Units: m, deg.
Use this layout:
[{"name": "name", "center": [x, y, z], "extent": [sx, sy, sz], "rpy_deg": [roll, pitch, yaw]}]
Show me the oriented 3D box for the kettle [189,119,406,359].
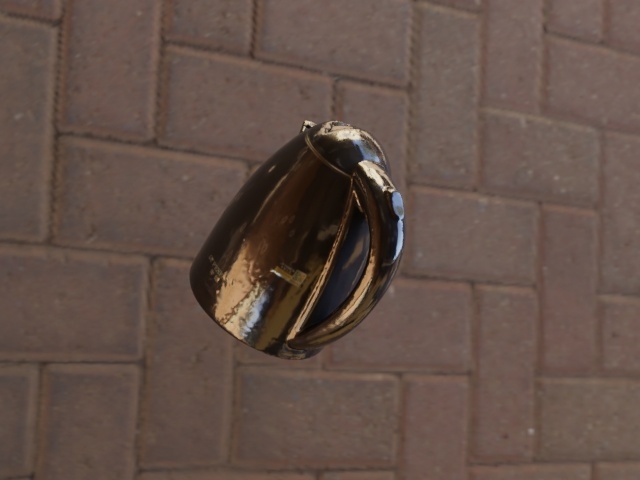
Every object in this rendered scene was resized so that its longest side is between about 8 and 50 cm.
[{"name": "kettle", "center": [0.000, 0.000, 1.647], "extent": [0.207, 0.290, 0.268], "rpy_deg": [8, 36, -41]}]
